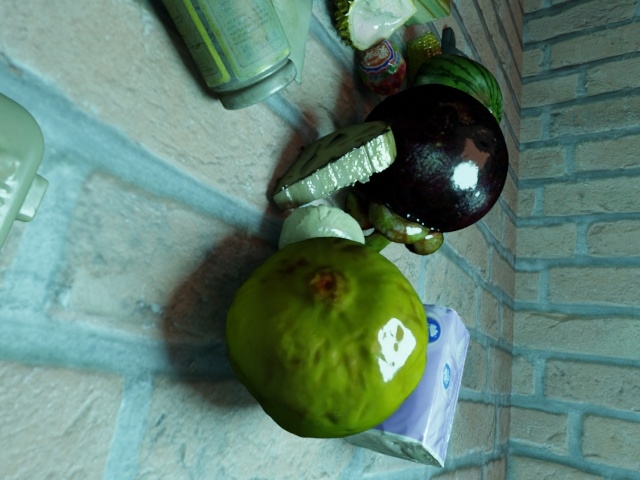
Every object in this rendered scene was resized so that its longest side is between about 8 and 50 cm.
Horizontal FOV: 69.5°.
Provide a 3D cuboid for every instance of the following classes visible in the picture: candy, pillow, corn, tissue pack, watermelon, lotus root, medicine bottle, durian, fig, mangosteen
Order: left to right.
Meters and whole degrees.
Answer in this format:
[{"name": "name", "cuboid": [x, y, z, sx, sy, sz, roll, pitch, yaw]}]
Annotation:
[{"name": "medicine bottle", "cuboid": [-0.160, -0.374, 0.694, 0.151, 0.151, 0.323, -56, 132, -40]}, {"name": "pillow", "cuboid": [-0.070, -0.449, 0.922, 0.148, 0.050, 0.230, 22, 73, -49]}, {"name": "fig", "cuboid": [0.005, 0.170, 0.779, 0.343, 0.342, 0.344, 5, 84, -55]}, {"name": "lotus root", "cuboid": [0.025, -0.161, 0.937, 0.170, 0.260, 0.075, -100, 164, -55]}, {"name": "durian", "cuboid": [0.109, -0.575, 1.123, 0.138, 0.183, 0.249, 52, 38, 12]}, {"name": "candy", "cuboid": [0.213, -0.397, 1.291, 0.365, 0.124, 0.124, 38, 58, -57]}, {"name": "tissue pack", "cuboid": [0.192, 0.325, 1.089, 0.160, 0.241, 0.339, 54, 46, -36]}, {"name": "mangosteen", "cuboid": [0.224, -0.154, 1.100, 0.435, 0.382, 0.382, -45, 132, -5]}, {"name": "corn", "cuboid": [0.345, -0.472, 1.459, 0.131, 0.131, 0.345, -31, 111, -52]}, {"name": "watermelon", "cuboid": [0.418, -0.386, 1.326, 0.330, 0.189, 0.332, -6, 98, -49]}]

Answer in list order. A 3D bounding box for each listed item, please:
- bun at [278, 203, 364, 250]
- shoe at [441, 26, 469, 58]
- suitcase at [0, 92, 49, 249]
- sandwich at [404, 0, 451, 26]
[{"name": "bun", "cuboid": [0.000, 0.000, 0.915, 0.188, 0.164, 0.111, 27, 38, -35]}, {"name": "shoe", "cuboid": [0.512, -0.697, 1.744, 0.108, 0.092, 0.241, 18, 71, -55]}, {"name": "suitcase", "cuboid": [-0.401, -0.010, 0.291, 0.339, 0.193, 0.352, 34, 60, -47]}, {"name": "sandwich", "cuboid": [0.288, -0.723, 1.361, 0.198, 0.155, 0.228, 49, 50, -42]}]
